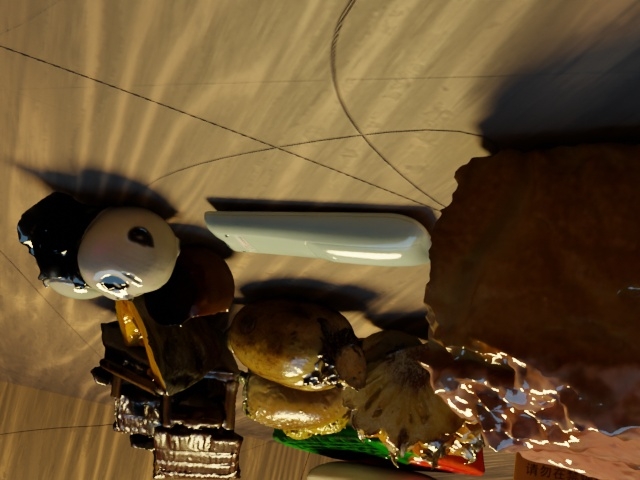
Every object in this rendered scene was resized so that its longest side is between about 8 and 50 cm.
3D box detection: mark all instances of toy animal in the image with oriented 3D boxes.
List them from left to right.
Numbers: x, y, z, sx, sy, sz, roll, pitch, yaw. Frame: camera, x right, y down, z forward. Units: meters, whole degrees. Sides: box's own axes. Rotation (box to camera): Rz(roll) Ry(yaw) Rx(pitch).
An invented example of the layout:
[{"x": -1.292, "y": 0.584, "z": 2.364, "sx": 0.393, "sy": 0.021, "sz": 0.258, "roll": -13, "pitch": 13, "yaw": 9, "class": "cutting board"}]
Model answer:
[{"x": -0.286, "y": 0.017, "z": 1.292, "sx": 0.179, "sy": 0.138, "sz": 0.166, "roll": 9, "pitch": 178, "yaw": 21, "class": "toy animal"}]

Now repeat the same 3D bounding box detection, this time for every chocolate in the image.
[{"x": -0.186, "y": 0.067, "z": 1.416, "sx": 0.124, "sy": 0.127, "sz": 0.133, "roll": 44, "pitch": -165, "yaw": 3, "class": "chocolate"}, {"x": 0.132, "y": 0.413, "z": 2.161, "sx": 0.341, "sy": 0.162, "sz": 0.360, "roll": 23, "pitch": 159, "yaw": -31, "class": "chocolate"}]

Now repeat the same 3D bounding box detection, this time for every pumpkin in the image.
[{"x": -0.262, "y": 0.126, "z": 1.647, "sx": 0.148, "sy": 0.169, "sz": 0.312, "roll": -19, "pitch": -162, "yaw": -23, "class": "pumpkin"}]

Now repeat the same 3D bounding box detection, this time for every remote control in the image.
[{"x": 0.000, "y": -0.001, "z": 1.218, "sx": 0.293, "sy": 0.051, "sz": 0.103, "roll": 4, "pitch": 160, "yaw": 22, "class": "remote control"}, {"x": 0.132, "y": 0.552, "z": 2.159, "sx": 0.332, "sy": 0.104, "sz": 0.221, "roll": 10, "pitch": 166, "yaw": -10, "class": "remote control"}]

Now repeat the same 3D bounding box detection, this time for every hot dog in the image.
[{"x": 0.117, "y": 0.183, "z": 1.657, "sx": 0.169, "sy": 0.061, "sz": 0.078, "roll": 12, "pitch": 120, "yaw": -32, "class": "hot dog"}]

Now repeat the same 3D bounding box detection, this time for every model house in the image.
[{"x": -0.289, "y": 0.327, "z": 1.821, "sx": 0.317, "sy": 0.283, "sz": 0.297, "roll": 3, "pitch": -166, "yaw": 2, "class": "model house"}]

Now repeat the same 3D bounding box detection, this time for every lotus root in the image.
[{"x": -0.050, "y": 0.164, "z": 1.583, "sx": 0.314, "sy": 0.141, "sz": 0.169, "roll": 7, "pitch": 160, "yaw": 41, "class": "lotus root"}]

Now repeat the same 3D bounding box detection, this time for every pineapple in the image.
[{"x": 0.240, "y": 0.291, "z": 1.583, "sx": 0.344, "sy": 0.209, "sz": 0.286, "roll": -21, "pitch": 148, "yaw": 32, "class": "pineapple"}]

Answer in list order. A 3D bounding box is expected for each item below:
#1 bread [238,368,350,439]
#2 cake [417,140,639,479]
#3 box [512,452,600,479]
[{"x": -0.054, "y": 0.295, "z": 1.902, "sx": 0.246, "sy": 0.176, "sz": 0.195, "roll": 10, "pitch": 159, "yaw": 2, "class": "bread"}, {"x": 0.292, "y": 0.083, "z": 0.937, "sx": 0.314, "sy": 0.293, "sz": 0.307, "roll": 6, "pitch": 159, "yaw": 33, "class": "cake"}, {"x": 0.344, "y": 0.194, "z": 1.235, "sx": 0.174, "sy": 0.274, "sz": 0.076, "roll": 7, "pitch": 161, "yaw": 12, "class": "box"}]
